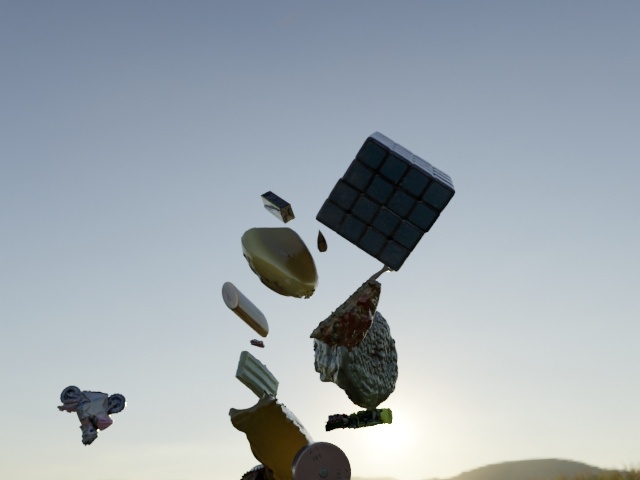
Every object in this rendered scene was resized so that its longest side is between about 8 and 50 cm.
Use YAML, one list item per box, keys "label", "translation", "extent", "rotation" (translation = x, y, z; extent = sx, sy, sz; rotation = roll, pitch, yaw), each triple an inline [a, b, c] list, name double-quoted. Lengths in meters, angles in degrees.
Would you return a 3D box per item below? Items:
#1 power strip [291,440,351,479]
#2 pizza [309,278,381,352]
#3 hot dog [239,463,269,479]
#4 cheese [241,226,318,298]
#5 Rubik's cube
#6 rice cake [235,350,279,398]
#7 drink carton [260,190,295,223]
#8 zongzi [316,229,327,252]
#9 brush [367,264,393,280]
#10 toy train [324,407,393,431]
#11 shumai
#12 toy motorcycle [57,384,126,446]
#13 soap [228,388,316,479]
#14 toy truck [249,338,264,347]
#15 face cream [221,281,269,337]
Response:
- label: "power strip"
  translation: [0.004, 0.600, 1.443]
  extent: [0.154, 0.154, 0.078]
  rotation: [2, -19, -9]
- label: "pizza"
  translation: [0.057, 0.180, 1.172]
  extent: [0.199, 0.062, 0.188]
  rotation: [-19, -48, -44]
- label: "hot dog"
  translation: [-0.179, 0.848, 1.771]
  extent: [0.163, 0.270, 0.082]
  rotation: [3, -12, -20]
- label: "cheese"
  translation: [-0.126, 0.079, 1.921]
  extent: [0.260, 0.316, 0.128]
  rotation: [-3, -41, -37]
- label: "Rubik's cube"
  translation: [0.231, -0.148, 1.931]
  extent: [0.344, 0.344, 0.337]
  rotation: [31, -72, 2]
- label: "rice cake"
  translation: [-0.242, 0.536, 2.156]
  extent: [0.043, 0.127, 0.237]
  rotation: [-18, -52, 27]
- label: "drink carton"
  translation: [-0.166, -0.128, 2.122]
  extent: [0.056, 0.166, 0.071]
  rotation: [-30, -55, -20]
- label: "zongzi"
  translation: [0.000, 0.000, 1.988]
  extent: [0.040, 0.083, 0.076]
  rotation: [-16, 4, -4]
- label: "brush"
  translation: [0.271, 0.123, 2.368]
  extent: [0.196, 0.070, 0.021]
  rotation: [-39, -32, 13]
- label: "toy train"
  translation: [0.102, 0.511, 1.580]
  extent: [0.085, 0.053, 0.250]
  rotation: [11, -26, -30]
- label: "shumai"
  translation: [0.064, 0.353, 1.694]
  extent: [0.263, 0.309, 0.304]
  rotation: [-7, -7, 38]
- label: "toy motorcycle"
  translation: [-0.863, 0.651, 2.056]
  extent: [0.239, 0.204, 0.108]
  rotation: [3, -28, 13]
- label: "soap"
  translation: [-0.102, 0.631, 1.634]
  extent: [0.169, 0.304, 0.338]
  rotation: [-37, -36, -7]
- label: "toy truck"
  translation: [-0.285, 0.467, 2.520]
  extent: [0.083, 0.032, 0.024]
  rotation: [3, 12, 37]
- label: "face cream"
  translation: [-0.297, 0.281, 2.236]
  extent: [0.067, 0.139, 0.285]
  rotation: [-30, -39, 4]
